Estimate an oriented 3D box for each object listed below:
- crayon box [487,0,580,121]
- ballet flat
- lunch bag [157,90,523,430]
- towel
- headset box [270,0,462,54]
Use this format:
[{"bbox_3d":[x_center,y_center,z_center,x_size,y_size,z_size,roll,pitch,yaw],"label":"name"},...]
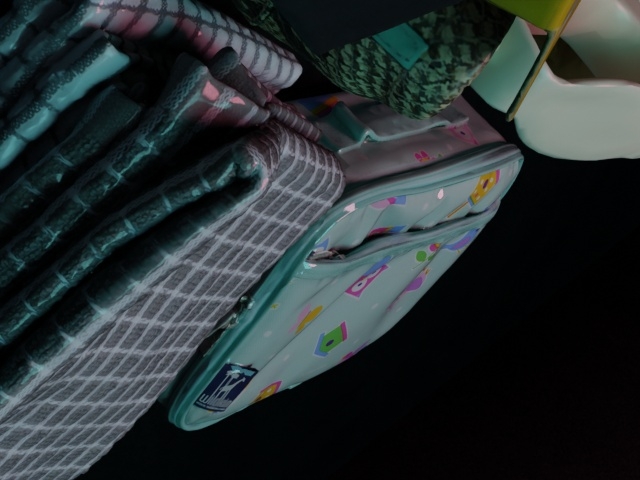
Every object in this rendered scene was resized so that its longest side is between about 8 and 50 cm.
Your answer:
[{"bbox_3d":[0.116,-0.215,0.526,0.203,0.083,0.323,-58,174,-34],"label":"crayon box"},{"bbox_3d":[0.128,-0.119,0.820,0.164,0.182,0.483,-46,166,27],"label":"ballet flat"},{"bbox_3d":[0.000,0.000,1.003,0.224,0.108,0.279,-49,164,32],"label":"lunch bag"},{"bbox_3d":[-0.119,0.019,0.722,0.284,0.121,0.235,-43,167,9],"label":"towel"},{"bbox_3d":[0.074,-0.181,0.233,0.283,0.131,0.246,-18,151,15],"label":"headset box"}]
